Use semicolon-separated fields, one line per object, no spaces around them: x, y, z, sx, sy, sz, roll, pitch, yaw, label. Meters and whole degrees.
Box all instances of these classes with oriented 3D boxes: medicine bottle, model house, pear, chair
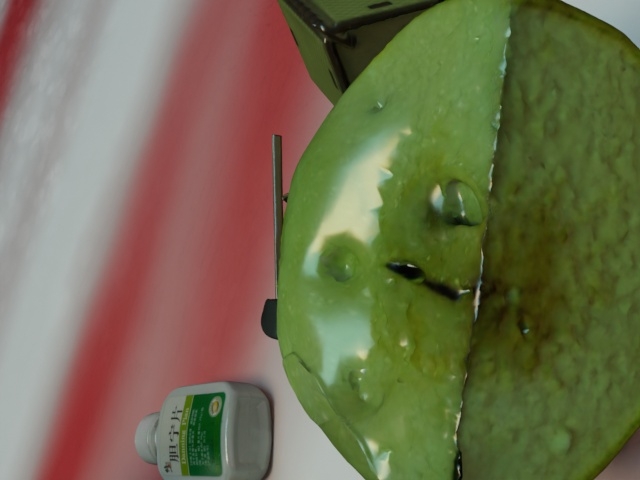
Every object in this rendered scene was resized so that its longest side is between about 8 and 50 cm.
-0.140;0.229;0.891;0.183;0.069;0.119;-16;68;44;medicine bottle
0.023;-0.237;0.723;0.204;0.279;0.218;-55;44;20;model house
0.101;0.010;0.609;0.318;0.239;0.342;6;87;59;pear
-0.001;0.000;0.804;0.104;0.095;0.221;3;79;31;chair
